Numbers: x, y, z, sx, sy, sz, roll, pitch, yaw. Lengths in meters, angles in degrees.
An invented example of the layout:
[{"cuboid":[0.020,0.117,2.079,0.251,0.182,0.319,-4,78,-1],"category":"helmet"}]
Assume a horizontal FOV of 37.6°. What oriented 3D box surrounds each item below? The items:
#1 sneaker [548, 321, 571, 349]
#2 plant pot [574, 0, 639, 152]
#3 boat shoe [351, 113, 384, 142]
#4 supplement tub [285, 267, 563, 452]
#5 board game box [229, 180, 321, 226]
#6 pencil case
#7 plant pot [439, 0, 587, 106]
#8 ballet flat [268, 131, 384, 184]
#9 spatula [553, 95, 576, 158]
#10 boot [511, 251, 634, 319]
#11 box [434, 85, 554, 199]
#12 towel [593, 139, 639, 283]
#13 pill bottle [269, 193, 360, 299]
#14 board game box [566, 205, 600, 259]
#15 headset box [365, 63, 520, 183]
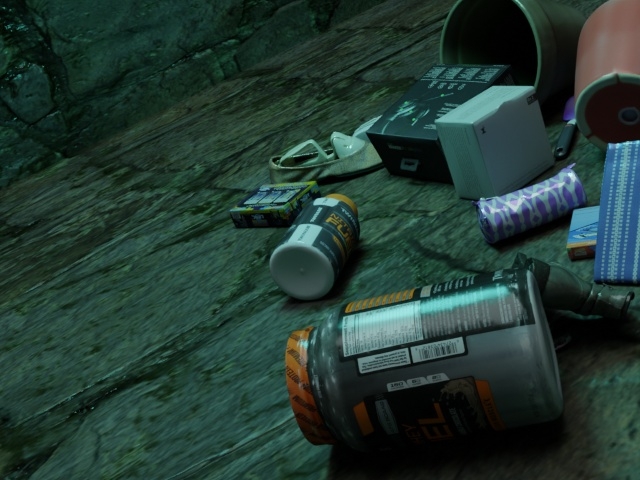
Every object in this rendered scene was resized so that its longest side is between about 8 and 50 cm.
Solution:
[{"cuboid":[0.315,0.127,1.390,0.047,0.057,0.119,-35,28,-34],"category":"sneaker"},{"cuboid":[0.627,-0.314,1.870,0.275,0.275,0.243,-5,39,32],"category":"plant pot"},{"cuboid":[0.204,-0.288,2.343,0.268,0.096,0.088,-23,27,15],"category":"boat shoe"},{"cuboid":[0.138,0.167,1.258,0.338,0.207,0.207,-14,24,16],"category":"supplement tub"},{"cuboid":[-0.105,-0.084,2.199,0.170,0.048,0.141,0,28,39],"category":"board game box"},{"cuboid":[0.380,-0.064,1.712,0.206,0.088,0.086,-19,-8,-3],"category":"pencil case"},{"cuboid":[0.494,-0.450,2.247,0.280,0.323,0.323,-15,17,-34],"category":"plant pot"},{"cuboid":[0.018,-0.201,2.278,0.316,0.106,0.107,-15,24,11],"category":"ballet flat"},{"cuboid":[0.552,-0.253,2.054,0.084,0.030,0.296,-6,28,32],"category":"spatula"},{"cuboid":[0.367,0.081,1.406,0.161,0.083,0.246,17,2,2],"category":"boot"},{"cuboid":[0.355,-0.198,1.906,0.181,0.181,0.119,-32,24,-26],"category":"box"},{"cuboid":[0.588,-0.048,1.418,0.336,0.040,0.243,-1,72,38],"category":"towel"},{"cuboid":[0.000,0.000,1.826,0.131,0.130,0.245,-9,26,24],"category":"pill bottle"},{"cuboid":[0.561,-0.031,1.571,0.281,0.027,0.145,-9,24,25],"category":"board game box"},{"cuboid":[0.278,-0.262,2.109,0.283,0.131,0.246,-46,32,-21],"category":"headset box"}]
